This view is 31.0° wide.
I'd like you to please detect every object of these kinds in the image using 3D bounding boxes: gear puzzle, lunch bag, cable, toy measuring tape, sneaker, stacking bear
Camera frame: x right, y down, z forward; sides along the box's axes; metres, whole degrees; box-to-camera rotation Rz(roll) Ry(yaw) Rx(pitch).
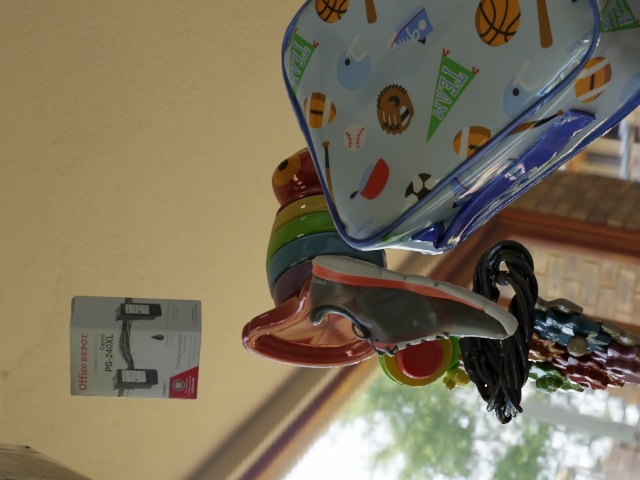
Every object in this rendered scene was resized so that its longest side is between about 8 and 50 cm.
[{"bbox_3d":[0.241,0.137,1.309,0.044,0.175,0.339,-68,14,-19],"label":"gear puzzle"},{"bbox_3d":[0.103,-0.131,0.877,0.115,0.303,0.243,2,-123,-42],"label":"lunch bag"},{"bbox_3d":[0.181,0.089,1.122,0.184,0.047,0.150,-93,16,-53],"label":"cable"},{"bbox_3d":[0.091,0.126,1.727,0.121,0.330,0.121,-49,12,15],"label":"toy measuring tape"},{"bbox_3d":[0.065,0.057,0.855,0.061,0.158,0.064,-1,-74,-83],"label":"sneaker"},{"bbox_3d":[0.000,0.000,1.467,0.164,0.175,0.289,26,-137,-35],"label":"stacking bear"}]

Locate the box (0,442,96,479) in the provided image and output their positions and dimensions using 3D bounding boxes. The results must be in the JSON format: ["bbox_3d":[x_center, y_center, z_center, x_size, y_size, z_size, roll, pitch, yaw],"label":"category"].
[{"bbox_3d":[-0.390,0.284,1.358,0.231,0.183,0.056,21,-95,-51],"label":"box"}]

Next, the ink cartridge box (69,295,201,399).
[{"bbox_3d":[-0.216,0.126,1.344,0.063,0.151,0.109,-99,14,-55],"label":"ink cartridge box"}]
